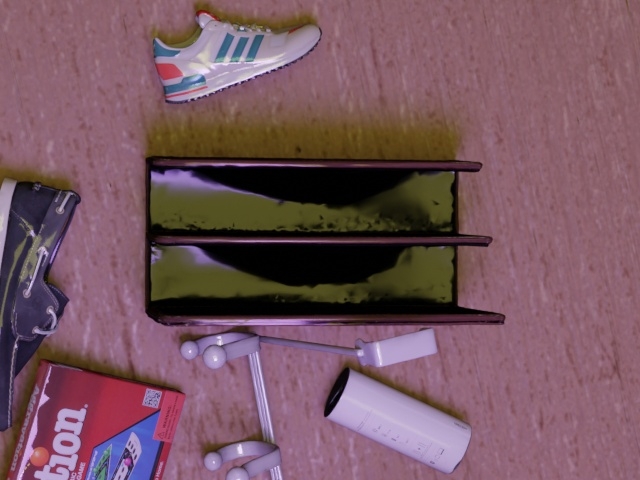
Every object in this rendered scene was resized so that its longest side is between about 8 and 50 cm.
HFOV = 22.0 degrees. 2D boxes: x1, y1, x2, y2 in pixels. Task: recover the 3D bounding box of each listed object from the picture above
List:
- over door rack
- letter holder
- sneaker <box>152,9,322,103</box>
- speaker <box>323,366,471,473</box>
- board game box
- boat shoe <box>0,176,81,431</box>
[{"bbox_3d":[-0.013,0.197,1.430,0.108,0.324,0.239,-15,96,-34],"label":"over door rack"},{"bbox_3d":[0.000,0.000,1.476,0.302,0.214,0.152,0,92,-9],"label":"letter holder"},{"bbox_3d":[-0.080,-0.185,1.534,0.161,0.057,0.075,-22,101,-5],"label":"sneaker"},{"bbox_3d":[0.073,0.172,1.576,0.136,0.055,0.055,25,88,-9],"label":"speaker"},{"bbox_3d":[-0.229,0.260,1.518,0.145,0.027,0.281,16,89,-31],"label":"board game box"},{"bbox_3d":[-0.269,0.062,1.499,0.079,0.084,0.233,9,88,-11],"label":"boat shoe"}]
